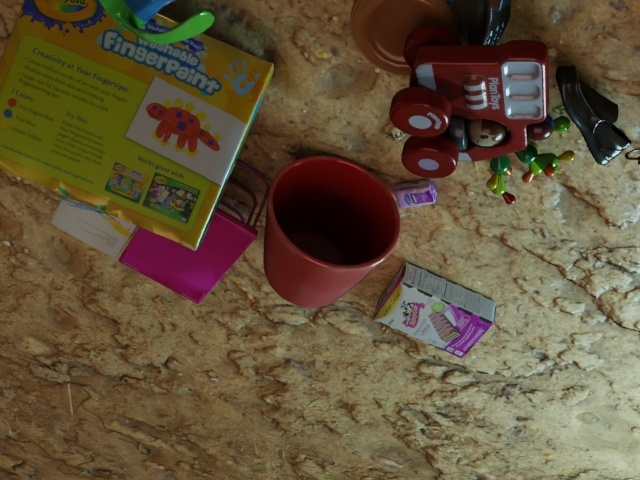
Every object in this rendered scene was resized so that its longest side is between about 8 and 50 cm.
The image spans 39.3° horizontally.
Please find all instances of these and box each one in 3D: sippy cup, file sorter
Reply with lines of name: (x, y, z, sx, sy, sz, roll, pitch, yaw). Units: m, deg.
sippy cup: (-0.259, -0.486, 1.436, 0.224, 0.240, 0.305, -21, 115, 8)
file sorter: (-0.265, -0.042, 1.934, 0.202, 0.182, 0.290, 31, 135, -14)

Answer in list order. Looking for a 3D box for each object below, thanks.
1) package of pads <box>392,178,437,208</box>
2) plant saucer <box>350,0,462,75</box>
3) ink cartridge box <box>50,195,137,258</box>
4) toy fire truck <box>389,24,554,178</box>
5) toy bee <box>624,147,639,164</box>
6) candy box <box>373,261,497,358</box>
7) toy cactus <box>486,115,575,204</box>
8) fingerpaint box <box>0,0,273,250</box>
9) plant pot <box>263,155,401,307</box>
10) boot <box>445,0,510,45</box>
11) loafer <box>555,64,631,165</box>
package of pads: (0.194, -0.095, 1.841, 0.083, 0.032, 0.050, -7, 133, 24)
plant saucer: (0.148, -0.372, 1.584, 0.200, 0.037, 0.199, 9, 134, 10)
ink cartridge box: (-0.443, -0.113, 1.931, 0.168, 0.171, 0.232, 31, 134, -12)
toy fire truck: (0.266, -0.227, 1.533, 0.254, 0.169, 0.302, 5, 152, 19)
toy bee: (0.717, -0.096, 1.580, 0.298, 0.195, 0.162, 12, 121, 57)
candy box: (0.259, 0.161, 2.041, 0.234, 0.071, 0.159, 24, 136, -5)
toy cactus: (0.363, -0.168, 1.680, 0.181, 0.112, 0.219, 35, 143, -3)
fingerpaint box: (-0.358, -0.241, 1.655, 0.445, 0.163, 0.370, 22, 95, -5)
plant pot: (0.000, 0.000, 1.856, 0.275, 0.274, 0.243, 22, 146, -3)
boot: (0.263, -0.394, 1.520, 0.106, 0.082, 0.219, 39, 149, 16)
loafer: (0.486, -0.233, 1.591, 0.078, 0.080, 0.220, -25, 127, 24)
